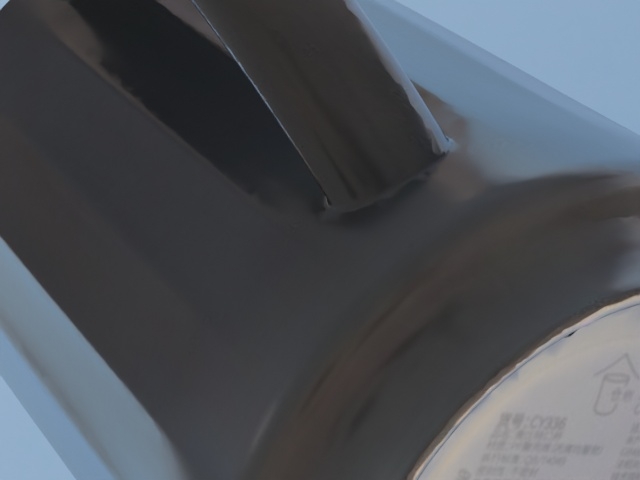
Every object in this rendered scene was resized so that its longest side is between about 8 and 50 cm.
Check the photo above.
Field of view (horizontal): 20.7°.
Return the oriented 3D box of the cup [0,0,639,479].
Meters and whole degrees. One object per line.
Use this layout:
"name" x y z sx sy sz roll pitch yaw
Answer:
"cup" 0.000 0.000 0.647 0.237 0.322 0.327 -30 -144 -15
